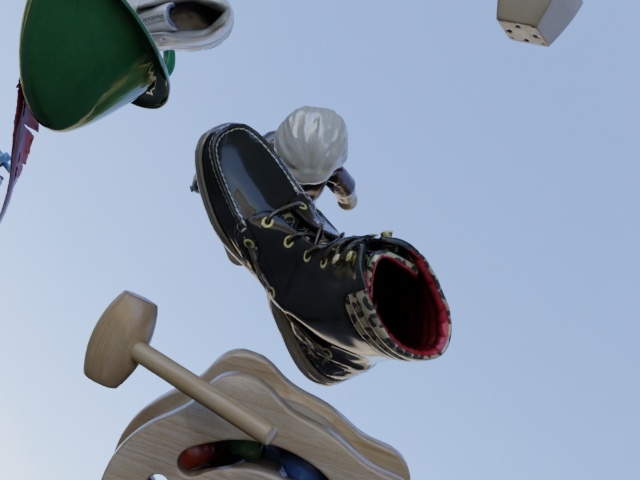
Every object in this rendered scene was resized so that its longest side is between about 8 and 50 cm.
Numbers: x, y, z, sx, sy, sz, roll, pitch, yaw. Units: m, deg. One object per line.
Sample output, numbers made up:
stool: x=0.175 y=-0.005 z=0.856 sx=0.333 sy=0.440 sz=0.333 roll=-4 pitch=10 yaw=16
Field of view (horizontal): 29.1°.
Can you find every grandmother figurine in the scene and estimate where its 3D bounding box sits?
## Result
grandmother figurine: x=-0.048 y=-0.068 z=1.588 sx=0.104 sy=0.207 sz=0.342 roll=70 pitch=-24 yaw=17

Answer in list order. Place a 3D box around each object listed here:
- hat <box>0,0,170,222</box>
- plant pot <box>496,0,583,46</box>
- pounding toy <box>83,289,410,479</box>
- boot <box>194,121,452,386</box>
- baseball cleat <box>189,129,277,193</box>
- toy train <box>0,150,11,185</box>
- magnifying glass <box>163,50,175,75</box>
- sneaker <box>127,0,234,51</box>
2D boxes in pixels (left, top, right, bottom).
hat: x=-0.248 y=-0.121 z=1.063 sx=0.173 sy=0.183 sz=0.208 roll=16 pitch=-35 yaw=49
plant pot: x=0.342 y=-0.373 z=1.975 sx=0.109 sy=0.096 sz=0.109 roll=17 pitch=-11 yaw=33
pounding toy: x=-0.061 y=0.168 z=0.802 sx=0.269 sy=0.154 sz=0.155 roll=35 pitch=6 yaw=-6
boot: x=0.002 y=0.000 z=0.951 sx=0.236 sy=0.085 sz=0.178 roll=63 pitch=-26 yaw=-4
baseball cleat: x=-0.124 y=-0.123 z=2.085 sx=0.072 sy=0.206 sz=0.109 roll=61 pitch=13 yaw=-13
toy train: x=-0.474 y=-0.135 z=1.614 sx=0.184 sy=0.080 sz=0.105 roll=45 pitch=-15 yaw=40
magnifying glass: x=-0.275 y=-0.336 z=1.784 sx=0.026 sy=0.092 sz=0.231 roll=-7 pitch=-57 yaw=28
sneaker: x=-0.255 y=-0.292 z=1.651 sx=0.129 sy=0.297 sz=0.111 roll=-166 pitch=-119 yaw=-76
